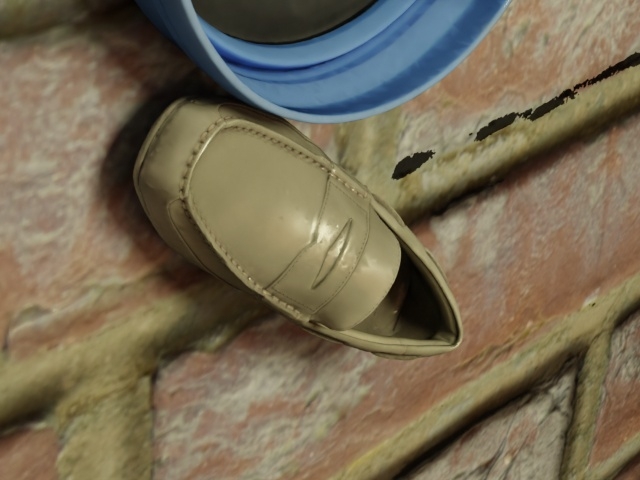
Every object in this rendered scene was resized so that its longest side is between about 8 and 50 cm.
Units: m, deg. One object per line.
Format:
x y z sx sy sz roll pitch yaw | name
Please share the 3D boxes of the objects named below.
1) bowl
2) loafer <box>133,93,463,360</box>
0.027 -0.262 0.830 0.391 0.077 0.391 -31 134 -38 | bowl
0.000 0.000 0.929 0.319 0.111 0.112 32 85 -56 | loafer
